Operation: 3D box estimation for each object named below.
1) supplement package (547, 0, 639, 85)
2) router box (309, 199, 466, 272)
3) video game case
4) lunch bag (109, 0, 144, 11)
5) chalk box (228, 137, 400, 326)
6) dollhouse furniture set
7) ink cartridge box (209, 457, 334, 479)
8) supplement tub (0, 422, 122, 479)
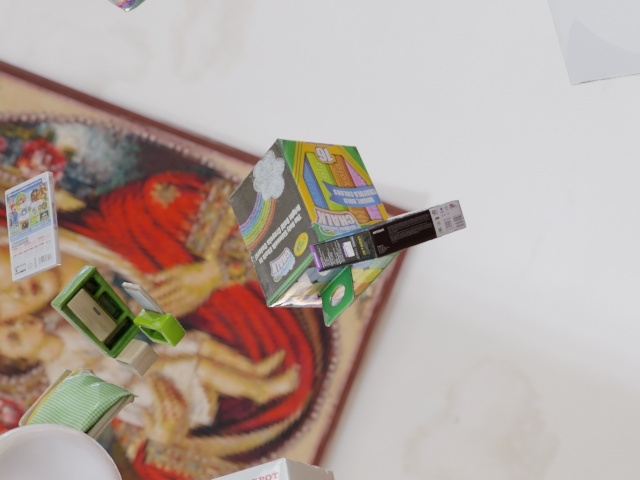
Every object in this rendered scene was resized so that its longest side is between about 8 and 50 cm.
[{"bbox_3d":[0.481,-0.357,1.897,0.262,0.145,0.204,0,111,57],"label":"supplement package"},{"bbox_3d":[0.095,-0.006,1.792,0.133,0.179,0.046,-15,92,51],"label":"router box"},{"bbox_3d":[-0.365,-0.017,1.626,0.087,0.011,0.122,-20,72,36],"label":"video game case"},{"bbox_3d":[-0.215,-0.436,1.556,0.262,0.160,0.223,-41,-17,1],"label":"lunch bag"},{"bbox_3d":[0.000,0.000,2.130,0.180,0.179,0.289,-47,54,40],"label":"chalk box"},{"bbox_3d":[-0.409,0.209,2.197,0.197,0.151,0.301,7,52,52],"label":"dollhouse furniture set"},{"bbox_3d":[-0.052,0.368,1.553,0.127,0.128,0.176,32,-137,-56],"label":"ink cartridge box"},{"bbox_3d":[-0.439,0.406,1.902,0.325,0.235,0.235,-32,36,61],"label":"supplement tub"}]
